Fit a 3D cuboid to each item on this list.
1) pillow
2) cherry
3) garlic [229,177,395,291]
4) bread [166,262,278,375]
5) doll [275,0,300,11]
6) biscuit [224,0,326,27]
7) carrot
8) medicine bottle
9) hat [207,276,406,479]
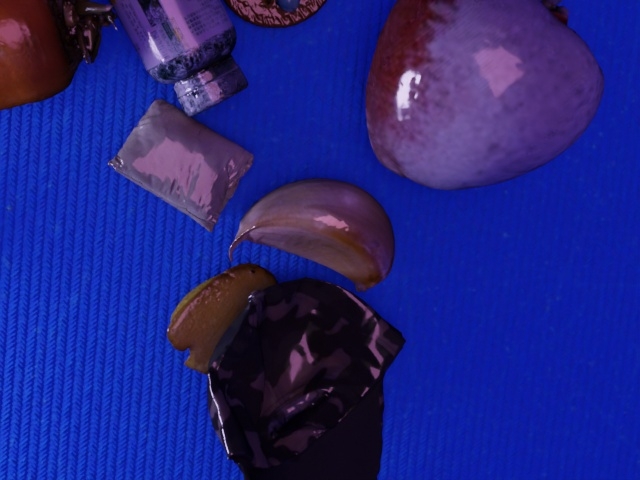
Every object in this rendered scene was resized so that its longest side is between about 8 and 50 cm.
[{"bbox_3d":[-0.203,-0.114,1.738,0.181,0.078,0.134,31,90,-8],"label":"pillow"},{"bbox_3d":[0.232,-0.222,1.690,0.326,0.291,0.335,17,104,-2],"label":"cherry"},{"bbox_3d":[0.000,-0.014,1.753,0.245,0.145,0.164,15,110,-12],"label":"garlic"},{"bbox_3d":[-0.142,0.117,1.790,0.188,0.065,0.149,-42,117,-13],"label":"bread"},{"bbox_3d":[-0.083,-0.419,1.693,0.159,0.059,0.158,22,96,-9],"label":"doll"},{"bbox_3d":[-0.067,-0.406,1.741,0.188,0.027,0.187,-1,98,-7],"label":"biscuit"},{"bbox_3d":[-0.437,-0.281,1.621,0.331,0.193,0.214,-9,78,-2],"label":"carrot"},{"bbox_3d":[-0.211,-0.324,1.673,0.141,0.141,0.293,-29,100,-3],"label":"medicine bottle"},{"bbox_3d":[-0.057,0.278,1.771,0.366,0.257,0.381,-21,143,-40],"label":"hat"}]
